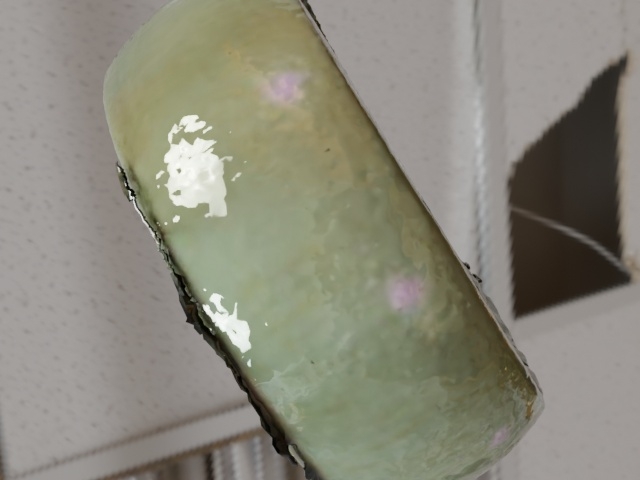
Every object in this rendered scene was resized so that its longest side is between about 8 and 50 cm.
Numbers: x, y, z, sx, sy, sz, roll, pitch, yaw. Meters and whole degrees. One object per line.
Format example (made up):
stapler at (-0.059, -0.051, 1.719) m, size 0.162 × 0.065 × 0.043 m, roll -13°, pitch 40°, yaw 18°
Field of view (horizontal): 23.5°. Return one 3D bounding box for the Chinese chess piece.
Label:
Chinese chess piece at (0.000, 0.000, 0.960) m, size 0.146 × 0.349 × 0.349 m, roll -31°, pitch -60°, yaw 5°
